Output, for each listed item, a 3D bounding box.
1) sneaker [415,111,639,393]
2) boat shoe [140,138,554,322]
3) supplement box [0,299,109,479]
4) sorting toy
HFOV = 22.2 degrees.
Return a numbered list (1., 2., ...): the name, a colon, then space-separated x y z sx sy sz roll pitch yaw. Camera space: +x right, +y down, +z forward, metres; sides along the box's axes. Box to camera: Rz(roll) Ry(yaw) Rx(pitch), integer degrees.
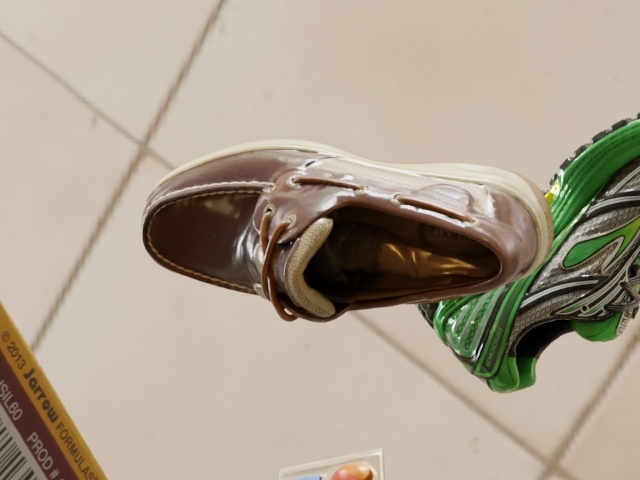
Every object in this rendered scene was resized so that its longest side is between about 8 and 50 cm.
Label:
1. sneaker: 0.256 0.006 1.436 0.343 0.134 0.146 -40 66 15
2. boat shoe: 0.000 0.000 1.255 0.342 0.123 0.123 5 113 22
3. supplement box: -0.169 0.060 0.529 0.188 0.104 0.081 10 46 40
4. sorting toy: 0.017 0.128 0.817 0.083 0.012 0.062 -14 40 14
